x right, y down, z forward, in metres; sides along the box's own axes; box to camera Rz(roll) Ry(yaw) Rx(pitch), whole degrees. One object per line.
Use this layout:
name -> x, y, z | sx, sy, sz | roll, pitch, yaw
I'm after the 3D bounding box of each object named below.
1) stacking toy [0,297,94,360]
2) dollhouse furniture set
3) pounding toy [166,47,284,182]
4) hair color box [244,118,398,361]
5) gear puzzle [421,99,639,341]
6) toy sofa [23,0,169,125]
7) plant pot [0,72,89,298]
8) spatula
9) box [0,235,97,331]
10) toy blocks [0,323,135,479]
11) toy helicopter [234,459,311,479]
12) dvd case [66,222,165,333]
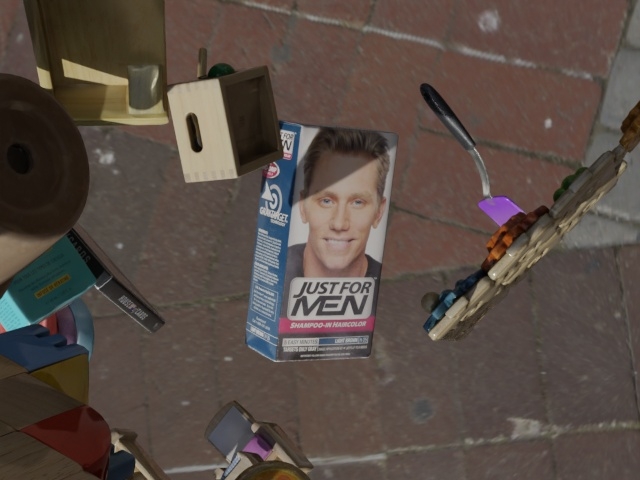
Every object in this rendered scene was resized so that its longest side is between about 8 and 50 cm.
stacking toy -> -0.453, 0.089, 1.602 | 0.308, 0.130, 0.280 | -11, 80, 41
dollhouse furniture set -> -0.213, 0.258, 1.037 | 0.198, 0.303, 0.286 | 40, 94, 24
pounding toy -> -0.117, -0.150, 1.211 | 0.100, 0.130, 0.141 | -4, 104, 28
hair color box -> 0.000, 0.000, 1.584 | 0.105, 0.173, 0.348 | 19, 106, 57
gear puzzle -> 0.223, -0.033, 1.027 | 0.339, 0.175, 0.044 | -47, 74, 8
toy sofa -> -0.238, -0.281, 1.118 | 0.150, 0.362, 0.177 | -3, 67, -9
plant pot -> -0.331, -0.047, 0.945 | 0.229, 0.263, 0.263 | -15, 78, 36
spatula -> 0.238, -0.119, 1.627 | 0.030, 0.084, 0.296 | -39, 101, -25
box -> -0.359, -0.023, 1.161 | 0.244, 0.100, 0.060 | 55, 140, -2
toy blocks -> -0.207, 0.129, 0.558 | 0.381, 0.261, 0.191 | 20, 109, 29
toy helicopter -> -0.023, 0.359, 0.857 | 0.234, 0.140, 0.355 | -13, 73, -9
dvd case -> -0.289, 0.023, 1.342 | 0.029, 0.239, 0.179 | -42, 72, -6
